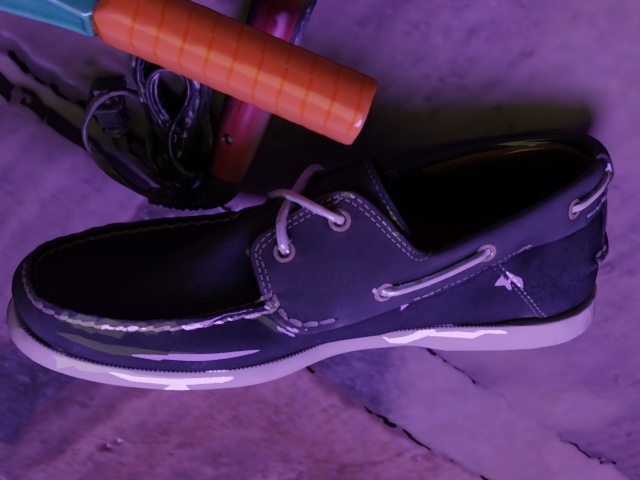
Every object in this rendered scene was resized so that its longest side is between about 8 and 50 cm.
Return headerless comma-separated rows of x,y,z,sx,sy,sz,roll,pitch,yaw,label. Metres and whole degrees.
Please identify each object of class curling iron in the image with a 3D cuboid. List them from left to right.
-0.017,-0.109,0.384,0.068,0.035,0.274,20,131,-14,curling iron

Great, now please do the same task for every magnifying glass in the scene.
-0.092,-0.084,0.370,0.231,0.026,0.092,21,172,-4,magnifying glass

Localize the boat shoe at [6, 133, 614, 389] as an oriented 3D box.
0.000,0.000,0.436,0.233,0.084,0.079,-6,130,-14,boat shoe
